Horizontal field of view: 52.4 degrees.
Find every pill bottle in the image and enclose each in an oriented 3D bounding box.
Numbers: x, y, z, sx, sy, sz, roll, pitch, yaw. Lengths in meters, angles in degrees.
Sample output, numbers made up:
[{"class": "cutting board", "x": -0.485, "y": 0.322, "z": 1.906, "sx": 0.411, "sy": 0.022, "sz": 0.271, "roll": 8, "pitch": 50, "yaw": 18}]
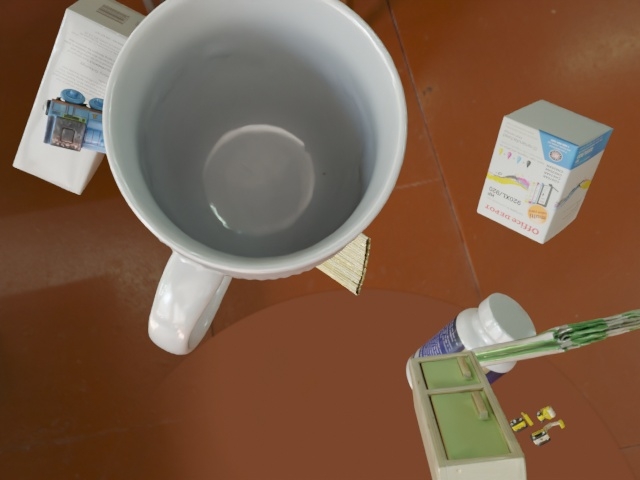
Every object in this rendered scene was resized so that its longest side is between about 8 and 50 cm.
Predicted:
[{"class": "pill bottle", "x": 0.313, "y": 0.236, "z": 1.363, "sx": 0.153, "sy": 0.264, "sz": 0.153, "roll": 24, "pitch": 38, "yaw": -20}]

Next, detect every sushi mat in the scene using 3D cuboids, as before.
[{"class": "sushi mat", "x": 0.000, "y": 0.000, "z": 1.572, "sx": 0.019, "sy": 0.151, "sz": 0.316, "roll": -11, "pitch": 30, "yaw": -39}]

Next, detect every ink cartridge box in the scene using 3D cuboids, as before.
[{"class": "ink cartridge box", "x": 0.470, "y": -0.147, "z": 1.384, "sx": 0.171, "sy": 0.232, "sz": 0.168, "roll": 32, "pitch": 41, "yaw": 31}]

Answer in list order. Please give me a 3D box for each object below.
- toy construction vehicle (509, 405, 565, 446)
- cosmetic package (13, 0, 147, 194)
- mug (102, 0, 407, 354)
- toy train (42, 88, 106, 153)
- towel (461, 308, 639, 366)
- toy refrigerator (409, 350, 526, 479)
[{"class": "toy construction vehicle", "x": 0.481, "y": 0.407, "z": 1.444, "sx": 0.098, "sy": 0.035, "sz": 0.086, "roll": -36, "pitch": 105, "yaw": 14}, {"class": "cosmetic package", "x": -0.493, "y": -0.308, "z": 1.367, "sx": 0.155, "sy": 0.365, "sz": 0.197, "roll": 23, "pitch": 28, "yaw": -16}, {"class": "mug", "x": -0.089, "y": -0.048, "z": 0.733, "sx": 0.276, "sy": 0.328, "sz": 0.374, "roll": 24, "pitch": 83, "yaw": -2}, {"class": "toy train", "x": -0.397, "y": -0.202, "z": 1.153, "sx": 0.184, "sy": 0.080, "sz": 0.105, "roll": 12, "pitch": 39, "yaw": -24}, {"class": "towel", "x": 0.431, "y": 0.161, "z": 1.124, "sx": 0.325, "sy": 0.248, "sz": 0.038, "roll": -9, "pitch": 76, "yaw": -29}, {"class": "toy refrigerator", "x": 0.189, "y": 0.248, "z": 0.877, "sx": 0.102, "sy": 0.269, "sz": 0.094, "roll": -7, "pitch": 106, "yaw": 3}]
